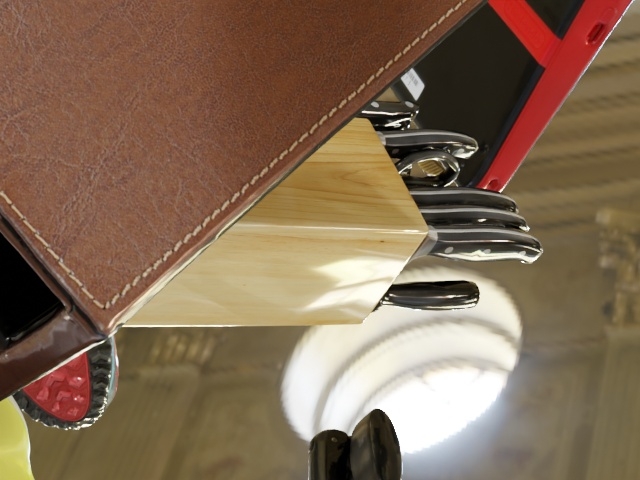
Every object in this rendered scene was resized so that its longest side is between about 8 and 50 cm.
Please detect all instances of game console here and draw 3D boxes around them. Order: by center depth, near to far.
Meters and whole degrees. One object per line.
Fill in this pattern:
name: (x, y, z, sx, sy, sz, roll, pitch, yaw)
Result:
game console: (0.157, -0.273, 1.422, 0.060, 0.386, 0.342, 10, -57, -31)

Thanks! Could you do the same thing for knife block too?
knife block: (0.000, 0.000, 0.888, 0.242, 0.276, 0.088, 32, -54, -1)

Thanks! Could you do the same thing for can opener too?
can opener: (0.018, 0.195, 0.978, 0.059, 0.186, 0.073, 10, -42, -9)

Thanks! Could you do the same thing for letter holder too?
letter holder: (-0.088, -0.111, 0.652, 0.214, 0.302, 0.152, 51, -35, -7)

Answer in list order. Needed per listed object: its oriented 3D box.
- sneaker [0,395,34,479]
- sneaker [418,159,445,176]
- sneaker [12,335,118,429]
sneaker: (-0.157, 0.152, 0.666, 0.240, 0.126, 0.091, 48, -54, 19)
sneaker: (0.170, -0.135, 1.549, 0.185, 0.084, 0.069, -44, -105, 5)
sneaker: (-0.199, 0.006, 1.094, 0.104, 0.125, 0.262, -24, -95, 15)
